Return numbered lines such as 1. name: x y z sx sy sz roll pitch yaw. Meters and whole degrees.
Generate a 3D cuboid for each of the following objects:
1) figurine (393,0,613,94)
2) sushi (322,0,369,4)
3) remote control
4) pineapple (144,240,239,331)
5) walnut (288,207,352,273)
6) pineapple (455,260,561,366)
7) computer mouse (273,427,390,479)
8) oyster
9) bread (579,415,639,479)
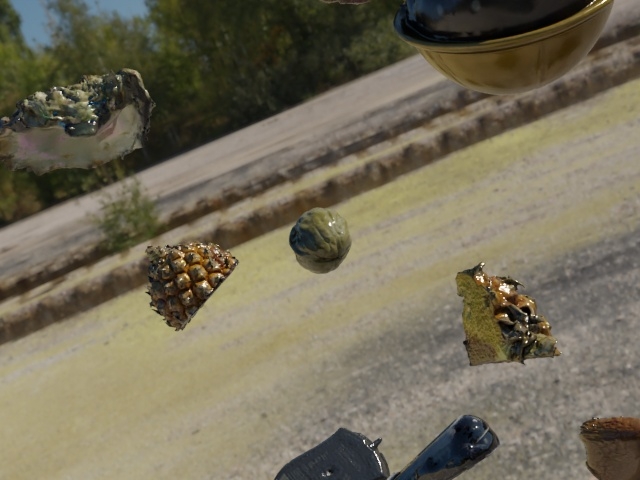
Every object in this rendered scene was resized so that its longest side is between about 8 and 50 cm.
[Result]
1. figurine: 0.146 -0.250 0.722 0.192 0.257 0.167 -10 4 27
2. sushi: 0.008 -0.419 1.063 0.270 0.236 0.171 23 55 29
3. remote control: 0.149 0.329 1.252 0.090 0.066 0.266 -15 -25 -47
4. pineapple: -0.235 0.052 1.456 0.161 0.137 0.176 -49 4 8
5. walnut: 0.000 0.000 1.124 0.092 0.092 0.092 -22 11 5
6. pineapple: 0.151 0.076 0.697 0.077 0.114 0.114 -42 11 -1
7. computer mouse: 0.019 0.464 1.669 0.264 0.088 0.147 -30 57 -22
8. oyster: -0.351 -0.163 1.245 0.259 0.092 0.198 -18 -14 34
9. bread: 0.470 0.332 1.356 0.126 0.129 0.044 -3 35 21
